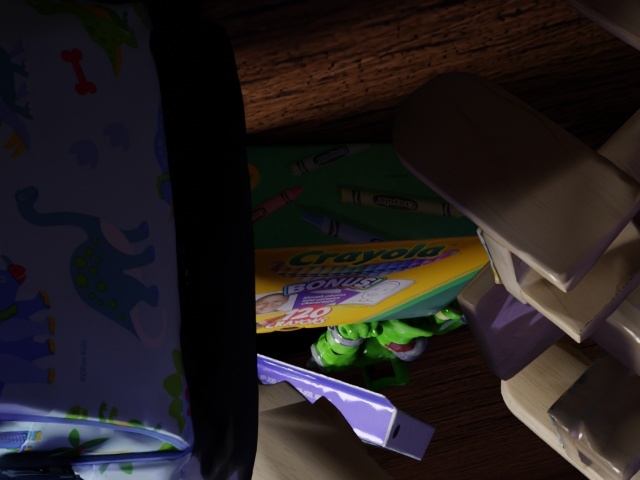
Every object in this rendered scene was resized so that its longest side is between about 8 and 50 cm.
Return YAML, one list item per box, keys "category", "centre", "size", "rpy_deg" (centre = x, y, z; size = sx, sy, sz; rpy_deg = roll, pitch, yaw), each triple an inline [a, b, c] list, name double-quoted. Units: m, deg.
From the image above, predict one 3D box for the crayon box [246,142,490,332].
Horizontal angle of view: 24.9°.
- category: "crayon box"
  centre: [0.000, 0.000, 1.066]
  size: [0.278, 0.081, 0.165]
  rpy_deg: [-3, 157, -29]

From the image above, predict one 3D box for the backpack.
- category: "backpack"
  centre: [-0.207, 0.005, 0.673]
  size: [0.356, 0.290, 0.273]
  rpy_deg: [0, 163, -14]

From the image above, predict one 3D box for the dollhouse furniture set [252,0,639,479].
- category: "dollhouse furniture set"
  centre: [0.093, 0.028, 0.923]
  size: [0.394, 0.256, 0.362]
  rpy_deg: [-45, 148, -9]

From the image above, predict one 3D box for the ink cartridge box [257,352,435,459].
- category: "ink cartridge box"
  centre: [-0.012, 0.150, 1.374]
  size: [0.206, 0.045, 0.208]
  rpy_deg: [17, 170, 21]

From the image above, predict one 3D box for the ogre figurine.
- category: "ogre figurine"
  centre: [0.066, 0.078, 1.301]
  size: [0.118, 0.097, 0.197]
  rpy_deg: [-36, 180, 41]
